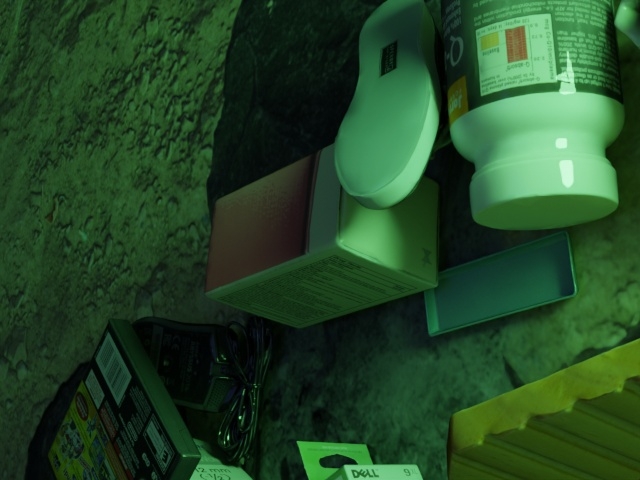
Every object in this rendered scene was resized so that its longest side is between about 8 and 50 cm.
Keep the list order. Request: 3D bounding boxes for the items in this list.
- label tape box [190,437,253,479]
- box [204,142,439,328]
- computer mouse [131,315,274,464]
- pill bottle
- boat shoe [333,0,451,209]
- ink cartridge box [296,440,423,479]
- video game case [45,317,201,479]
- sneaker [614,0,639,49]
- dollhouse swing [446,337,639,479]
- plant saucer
[{"bbox_3d":[-0.179,0.394,1.353,0.347,0.115,0.249,31,106,54],"label":"label tape box"},{"bbox_3d":[0.000,0.000,1.183,0.232,0.148,0.127,-22,56,44],"label":"box"},{"bbox_3d":[-0.164,0.177,1.418,0.272,0.072,0.188,9,87,37],"label":"computer mouse"},{"bbox_3d":[0.196,-0.159,0.990,0.162,0.162,0.278,-17,70,46],"label":"pill bottle"},{"bbox_3d":[0.088,-0.127,1.080,0.113,0.105,0.306,-26,35,24],"label":"boat shoe"},{"bbox_3d":[0.062,0.288,1.096,0.062,0.109,0.209,-46,51,33],"label":"ink cartridge box"},{"bbox_3d":[-0.262,0.279,1.371,0.275,0.035,0.248,50,119,46],"label":"video game case"},{"bbox_3d":[0.314,-0.159,0.843,0.229,0.092,0.087,-121,44,-70],"label":"sneaker"},{"bbox_3d":[0.292,0.238,0.693,0.347,0.305,0.315,-31,60,41],"label":"dollhouse swing"},{"bbox_3d":[0.180,0.046,1.078,0.192,0.018,0.067,-23,66,46],"label":"plant saucer"}]
